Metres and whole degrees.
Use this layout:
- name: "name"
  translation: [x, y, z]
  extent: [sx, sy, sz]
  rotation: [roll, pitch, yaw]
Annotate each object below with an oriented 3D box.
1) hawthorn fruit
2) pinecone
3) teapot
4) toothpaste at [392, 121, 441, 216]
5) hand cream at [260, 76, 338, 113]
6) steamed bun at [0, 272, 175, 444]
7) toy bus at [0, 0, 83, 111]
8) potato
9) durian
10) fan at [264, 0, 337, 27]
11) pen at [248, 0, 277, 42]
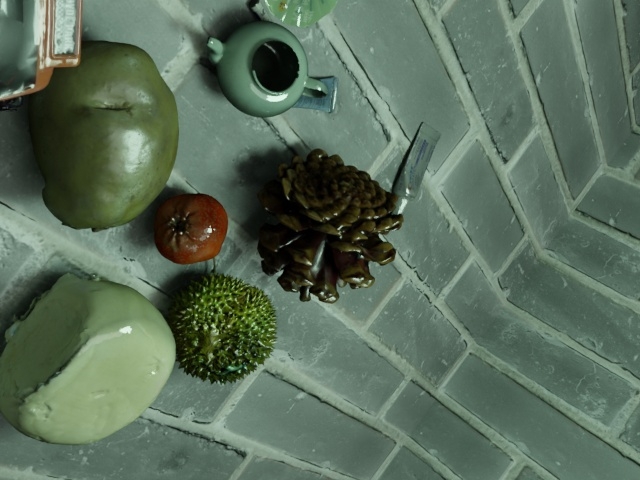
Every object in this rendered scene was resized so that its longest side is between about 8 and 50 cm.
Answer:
- name: "hawthorn fruit"
  translation: [-0.259, -0.001, 1.508]
  extent: [0.165, 0.165, 0.285]
  rotation: [-51, 155, -7]
- name: "pinecone"
  translation: [0.000, 0.000, 1.620]
  extent: [0.384, 0.384, 0.384]
  rotation: [-27, 134, -32]
- name: "teapot"
  translation: [-0.112, -0.348, 1.377]
  extent: [0.294, 0.129, 0.193]
  rotation: [15, 91, -29]
- name: "toothpaste"
  translation: [0.277, -0.202, 2.006]
  extent: [0.282, 0.068, 0.099]
  rotation: [-67, 169, 3]
- name: "hand cream"
  translation: [-0.047, -0.334, 1.556]
  extent: [0.256, 0.055, 0.088]
  rotation: [-12, 114, -45]
- name: "steamed bun"
  translation: [-0.471, 0.234, 1.365]
  extent: [0.334, 0.233, 0.312]
  rotation: [-39, 142, -8]
- name: "toy bus"
  translation: [-0.481, -0.305, 0.800]
  extent: [0.233, 0.427, 0.203]
  rotation: [-16, 128, -44]
- name: "potato"
  translation: [-0.371, -0.181, 1.177]
  extent: [0.243, 0.221, 0.326]
  rotation: [-27, 124, -47]
- name: "durian"
  translation: [-0.232, 0.218, 1.604]
  extent: [0.291, 0.224, 0.291]
  rotation: [-10, 139, -9]
- name: "fan"
  translation: [-0.039, -0.527, 1.461]
  extent: [0.240, 0.009, 0.131]
  rotation: [-11, 126, -43]
- name: "pen"
  translation: [-0.096, -0.436, 1.451]
  extent: [0.025, 0.025, 0.204]
  rotation: [-50, 143, -8]
